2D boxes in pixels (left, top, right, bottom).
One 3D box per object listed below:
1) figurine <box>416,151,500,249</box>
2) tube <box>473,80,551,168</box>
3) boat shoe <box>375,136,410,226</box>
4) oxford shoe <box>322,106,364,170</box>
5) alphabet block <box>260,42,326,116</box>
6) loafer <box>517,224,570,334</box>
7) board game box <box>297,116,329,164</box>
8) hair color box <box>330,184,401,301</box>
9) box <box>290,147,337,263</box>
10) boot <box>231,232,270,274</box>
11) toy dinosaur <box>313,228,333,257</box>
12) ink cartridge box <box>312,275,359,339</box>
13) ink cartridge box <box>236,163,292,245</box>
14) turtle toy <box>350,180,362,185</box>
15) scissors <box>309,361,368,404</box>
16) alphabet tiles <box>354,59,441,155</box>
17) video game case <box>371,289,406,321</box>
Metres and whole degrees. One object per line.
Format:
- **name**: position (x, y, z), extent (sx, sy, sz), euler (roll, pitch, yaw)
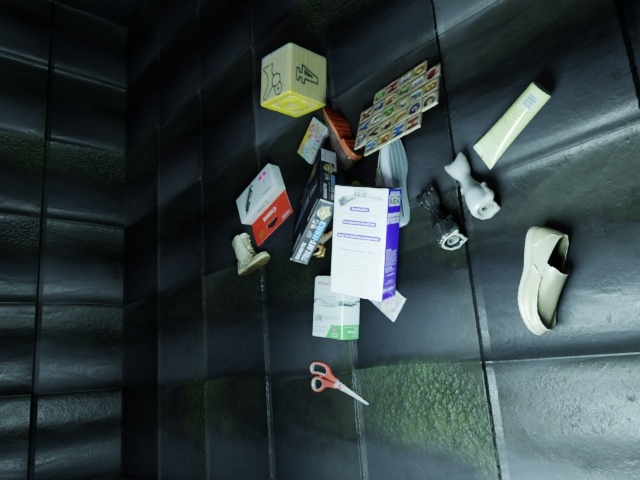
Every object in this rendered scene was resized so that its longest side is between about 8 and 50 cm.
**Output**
- **figurine**: position (0.380, -0.119, 1.520), extent (0.215, 0.092, 0.209), euler (-49, 46, 31)
- **tube**: position (0.507, -0.309, 1.425), extent (0.240, 0.062, 0.070), euler (-54, 4, 35)
- **boat shoe**: position (0.215, -0.188, 1.698), extent (0.094, 0.109, 0.302), euler (-10, 79, 45)
- **oxford shoe**: position (0.057, -0.370, 1.920), extent (0.098, 0.097, 0.271), euler (-51, 50, 39)
- **alphabet block**: position (-0.104, -0.613, 2.066), extent (0.192, 0.193, 0.197), euler (-7, 79, 50)
- **loafer**: position (0.542, 0.093, 1.282), extent (0.092, 0.102, 0.268), euler (-6, 79, 54)
- **board game box**: position (-0.025, -0.384, 2.064), extent (0.103, 0.026, 0.154), euler (46, 118, 42)
- **hair color box**: position (0.138, 0.001, 1.642), extent (0.185, 0.110, 0.339), euler (8, 101, 32)
- **box**: position (-0.021, -0.120, 1.852), extent (0.293, 0.073, 0.295), euler (-86, 17, -47)
- **boot**: position (-0.302, 0.042, 2.268), extent (0.213, 0.077, 0.165), euler (-32, 69, 47)
- **toy dinosaur**: position (0.000, 0.000, 1.949), extent (0.211, 0.064, 0.112), euler (-20, 68, 45)
- **ink cartridge box**: position (0.055, 0.227, 1.831), extent (0.153, 0.087, 0.208), euler (-2, 83, 49)
- **ink cartridge box**: position (-0.244, -0.146, 2.257), extent (0.275, 0.060, 0.239), euler (-42, 54, 37)
- **turtle toy**: position (0.113, -0.143, 1.838), extent (0.095, 0.066, 0.130), euler (9, 88, 26)
- **scissors**: position (0.059, 0.486, 1.837), extent (0.297, 0.021, 0.109), euler (-3, 80, 50)
- **alphabet tiles**: position (0.239, -0.419, 1.696), extent (0.342, 0.011, 0.285), euler (-23, 44, 45)
- **video game case**: position (0.214, 0.189, 1.712), extent (0.122, 0.011, 0.087), euler (42, 115, 44)
